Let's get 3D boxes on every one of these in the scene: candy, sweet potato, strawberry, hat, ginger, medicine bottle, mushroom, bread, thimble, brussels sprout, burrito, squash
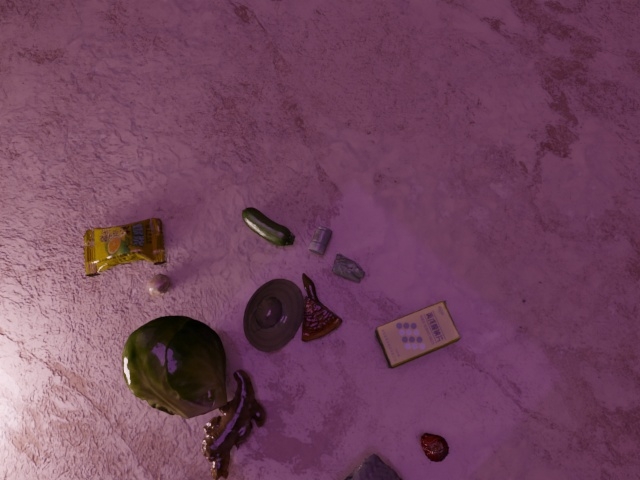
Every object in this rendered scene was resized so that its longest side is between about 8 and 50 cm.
[{"bbox_3d":[-0.701,0.022,1.970,0.297,0.081,0.187,-11,73,1],"label":"candy"},{"bbox_3d":[-0.028,0.179,1.904,0.041,0.038,0.153,-28,77,-14],"label":"sweet potato"},{"bbox_3d":[0.357,0.646,1.737,0.083,0.083,0.096,-41,68,-7],"label":"strawberry"},{"bbox_3d":[-0.180,0.236,1.855,0.110,0.252,0.252,14,73,47],"label":"hat"},{"bbox_3d":[-0.283,0.602,1.796,0.166,0.080,0.333,30,72,-2],"label":"ginger"},{"bbox_3d":[0.311,0.306,1.796,0.250,0.141,0.137,-22,72,-2],"label":"medicine bottle"},{"bbox_3d":[-0.565,0.157,1.935,0.084,0.067,0.083,-16,41,15],"label":"mushroom"},{"bbox_3d":[0.006,0.265,1.866,0.136,0.054,0.154,3,94,3],"label":"bread"},{"bbox_3d":[0.000,0.000,1.937,0.058,0.058,0.091,20,78,9],"label":"medicine bottle"},{"bbox_3d":[0.128,0.773,1.649,0.245,0.217,0.157,-39,77,-20],"label":"thimble"},{"bbox_3d":[-0.440,0.401,1.749,0.281,0.289,0.354,-37,81,9],"label":"brussels sprout"},{"bbox_3d":[0.099,0.096,1.915,0.118,0.044,0.074,23,74,13],"label":"burrito"},{"bbox_3d":[-0.187,-0.045,1.957,0.219,0.068,0.077,30,74,10],"label":"squash"}]
